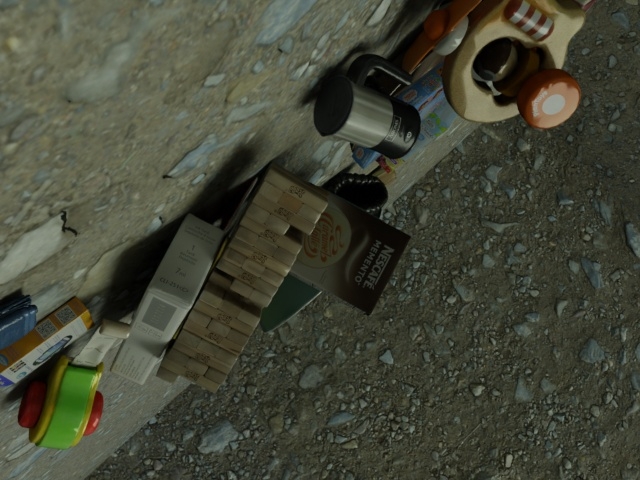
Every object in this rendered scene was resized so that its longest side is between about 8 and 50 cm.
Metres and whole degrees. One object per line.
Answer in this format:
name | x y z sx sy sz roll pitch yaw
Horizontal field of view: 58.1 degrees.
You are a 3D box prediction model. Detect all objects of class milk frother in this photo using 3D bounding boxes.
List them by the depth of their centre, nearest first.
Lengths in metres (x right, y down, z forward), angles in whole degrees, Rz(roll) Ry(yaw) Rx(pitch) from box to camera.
milk frother | 0.052 -0.194 0.834 0.135 0.129 0.143 12 177 -39

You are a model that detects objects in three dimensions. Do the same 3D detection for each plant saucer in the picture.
plant saucer | 0.157 -0.283 1.055 0.310 0.050 0.310 -42 173 -7

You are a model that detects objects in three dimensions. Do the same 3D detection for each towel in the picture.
towel | -0.345 0.102 0.579 0.119 0.029 0.067 -38 172 -41

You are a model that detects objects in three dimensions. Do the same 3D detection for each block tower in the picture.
block tower | -0.110 0.058 0.813 0.335 0.097 0.091 -58 -170 14

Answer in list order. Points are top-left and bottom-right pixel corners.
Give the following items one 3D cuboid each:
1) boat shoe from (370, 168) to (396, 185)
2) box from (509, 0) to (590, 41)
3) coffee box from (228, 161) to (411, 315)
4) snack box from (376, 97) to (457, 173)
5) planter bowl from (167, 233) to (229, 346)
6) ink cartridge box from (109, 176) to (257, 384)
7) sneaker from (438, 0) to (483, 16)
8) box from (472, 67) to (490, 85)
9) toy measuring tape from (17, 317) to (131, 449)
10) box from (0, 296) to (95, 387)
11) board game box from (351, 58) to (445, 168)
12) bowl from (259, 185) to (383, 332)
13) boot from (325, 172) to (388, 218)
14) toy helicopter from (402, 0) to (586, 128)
boat shoe | 0.120 -0.095 1.762 0.341 0.110 0.121 -41 173 -13
box | 0.531 -0.540 1.308 0.149 0.127 0.232 -38 172 -34
coffee box | 0.000 0.000 0.915 0.141 0.247 0.098 -62 176 -8
snack box | 0.226 -0.262 1.279 0.207 0.070 0.174 -34 -166 51
planter bowl | -0.174 0.105 0.987 0.217 0.090 0.217 -57 -168 20
ink cartridge box | -0.218 0.055 0.901 0.296 0.066 0.261 -50 -164 47
sneaker | 0.264 -0.376 0.914 0.163 0.086 0.226 -47 171 14
box | 0.369 -0.409 1.287 0.087 0.102 0.101 -46 174 7
toy measuring tape | -0.357 0.227 0.836 0.330 0.121 0.121 -40 177 40
box | -0.355 0.131 0.729 0.136 0.028 0.081 -37 172 -25
board game box | 0.159 -0.230 1.021 0.211 0.039 0.160 -40 173 -24
bowl | -0.046 0.011 1.106 0.311 0.163 0.311 -43 -178 2
boot | 0.097 -0.098 1.514 0.348 0.131 0.260 -37 171 -41
toy helicopter | 0.243 -0.320 0.763 0.140 0.235 0.355 -98 -172 -49
